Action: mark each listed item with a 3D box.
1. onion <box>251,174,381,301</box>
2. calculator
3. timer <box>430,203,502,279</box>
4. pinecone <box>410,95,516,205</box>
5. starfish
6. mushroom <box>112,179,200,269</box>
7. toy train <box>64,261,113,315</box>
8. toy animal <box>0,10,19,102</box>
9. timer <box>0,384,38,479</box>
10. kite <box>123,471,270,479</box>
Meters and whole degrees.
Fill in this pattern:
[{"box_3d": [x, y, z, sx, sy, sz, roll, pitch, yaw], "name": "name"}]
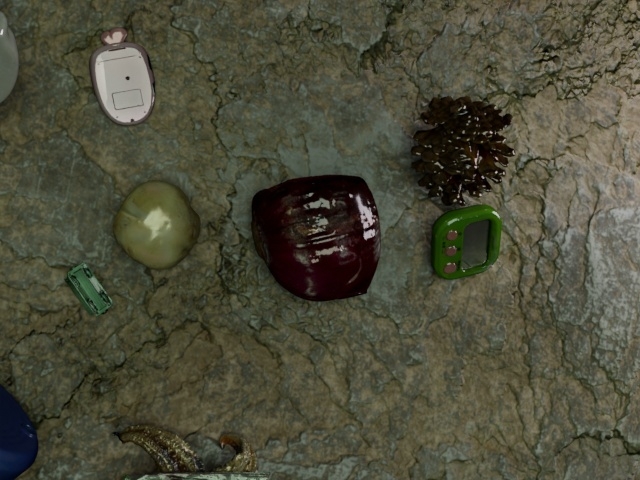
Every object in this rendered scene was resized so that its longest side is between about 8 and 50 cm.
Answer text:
[{"box_3d": [0.001, 0.001, 1.492, 0.216, 0.207, 0.206, -10, 88, -7], "name": "onion"}, {"box_3d": [-0.331, -0.275, 1.510, 0.103, 0.024, 0.166, -13, 92, -13], "name": "calculator"}, {"box_3d": [0.257, 0.002, 1.598, 0.127, 0.047, 0.140, -12, 127, -13], "name": "timer"}, {"box_3d": [0.246, -0.155, 1.568, 0.179, 0.150, 0.195, 26, 97, 32], "name": "pinecone"}, {"box_3d": [-0.226, 0.453, 1.477, 0.303, 0.113, 0.312, -3, 80, -15], "name": "starfish"}, {"box_3d": [-0.266, -0.024, 1.474, 0.147, 0.112, 0.148, 0, 91, -13], "name": "mushroom"}, {"box_3d": [-0.381, 0.083, 1.473, 0.038, 0.056, 0.093, -38, 97, -28], "name": "toy train"}, {"box_3d": [-0.593, -0.369, 1.372, 0.196, 0.241, 0.368, -20, 79, -20], "name": "toy animal"}, {"box_3d": [-0.640, 0.365, 1.326, 0.270, 0.270, 0.383, 43, 90, -9], "name": "timer"}, {"box_3d": [-0.212, 0.462, 1.417, 0.268, 0.013, 0.323, 46, 70, 0], "name": "kite"}]
